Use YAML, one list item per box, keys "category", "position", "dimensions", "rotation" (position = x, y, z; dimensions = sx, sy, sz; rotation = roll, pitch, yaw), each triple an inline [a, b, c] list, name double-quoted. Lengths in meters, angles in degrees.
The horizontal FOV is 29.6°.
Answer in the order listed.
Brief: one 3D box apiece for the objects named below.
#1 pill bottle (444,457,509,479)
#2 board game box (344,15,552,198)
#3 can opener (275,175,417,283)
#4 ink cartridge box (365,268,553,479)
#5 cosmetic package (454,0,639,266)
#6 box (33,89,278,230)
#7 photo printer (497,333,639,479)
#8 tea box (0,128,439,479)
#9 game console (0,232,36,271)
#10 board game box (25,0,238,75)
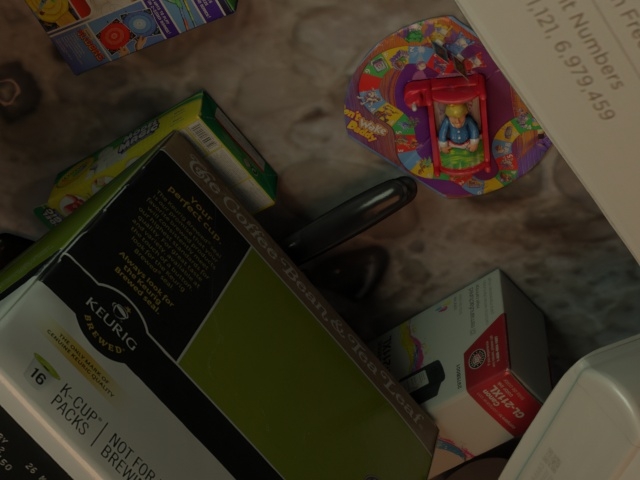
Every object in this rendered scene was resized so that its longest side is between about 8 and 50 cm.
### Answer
- category: "pill bottle"
  position: [0.220, 0.338, 1.199]
  dimensions: [0.153, 0.153, 0.264]
  rotation: [-28, 123, 24]
- category: "board game box"
  position: [0.101, -0.089, 0.930]
  dimensions: [0.169, 0.033, 0.133]
  rotation: [31, 124, -20]
- category: "can opener"
  position: [0.000, 0.000, 0.998]
  dimensions: [0.186, 0.059, 0.073]
  rotation: [-34, 94, 16]
- category: "ink cartridge box"
  position: [0.106, 0.124, 1.044]
  dimensions: [0.175, 0.127, 0.072]
  rotation: [-32, 121, 26]
- category: "cosmetic package"
  position: [0.309, -0.195, 0.609]
  dimensions: [0.394, 0.329, 0.327]
  rotation: [-21, 125, 31]
- category: "box"
  position: [-0.136, -0.036, 0.981]
  dimensions: [0.179, 0.043, 0.105]
  rotation: [-27, 124, 21]
- category: "photo printer"
  position: [0.297, 0.167, 1.007]
  dimensions: [0.308, 0.107, 0.256]
  rotation: [-14, 140, -33]
- category: "tea box"
  position: [-0.117, 0.154, 0.858]
  dimensions: [0.220, 0.323, 0.329]
  rotation: [-34, 103, 29]
- category: "game console"
  position: [-0.242, 0.053, 1.081]
  dimensions: [0.122, 0.071, 0.107]
  rotation: [18, 98, -12]
- category: "board game box"
  position: [-0.161, -0.222, 0.833]
  dimensions: [0.136, 0.035, 0.201]
  rotation: [-17, 127, 17]
